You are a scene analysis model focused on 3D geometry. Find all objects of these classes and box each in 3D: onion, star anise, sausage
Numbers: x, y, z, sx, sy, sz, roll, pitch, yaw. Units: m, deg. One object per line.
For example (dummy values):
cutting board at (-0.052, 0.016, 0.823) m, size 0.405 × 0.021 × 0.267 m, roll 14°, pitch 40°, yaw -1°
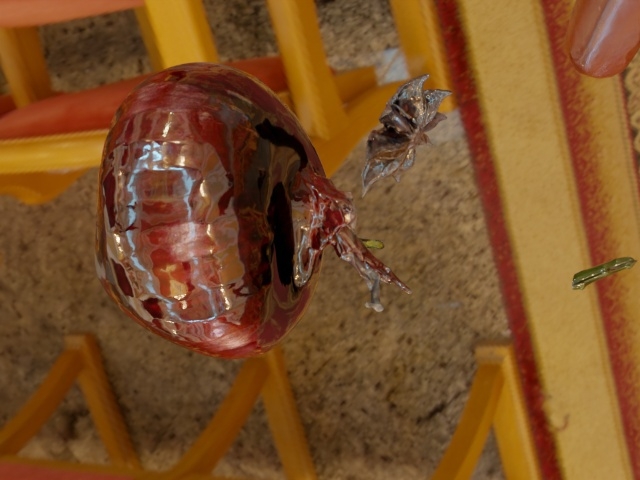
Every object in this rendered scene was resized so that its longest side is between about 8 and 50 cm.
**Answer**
onion at (-0.062, -0.025, 0.946) m, size 0.285 × 0.273 × 0.273 m, roll 0°, pitch 115°, yaw 16°
star anise at (0.110, -0.150, 1.546) m, size 0.061 × 0.180 × 0.204 m, roll 37°, pitch 162°, yaw 20°
sausage at (0.333, -0.290, 1.148) m, size 0.083 × 0.089 × 0.300 m, roll 9°, pitch 144°, yaw -5°

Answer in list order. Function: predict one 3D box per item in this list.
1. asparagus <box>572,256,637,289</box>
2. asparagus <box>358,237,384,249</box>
asparagus at (0.426, 0.048, 1.636) m, size 0.108 × 0.021 × 0.025 m, roll -21°, pitch 123°, yaw -4°
asparagus at (0.000, 0.000, 1.197) m, size 0.013 × 0.166 × 0.016 m, roll -58°, pitch 38°, yaw 42°
